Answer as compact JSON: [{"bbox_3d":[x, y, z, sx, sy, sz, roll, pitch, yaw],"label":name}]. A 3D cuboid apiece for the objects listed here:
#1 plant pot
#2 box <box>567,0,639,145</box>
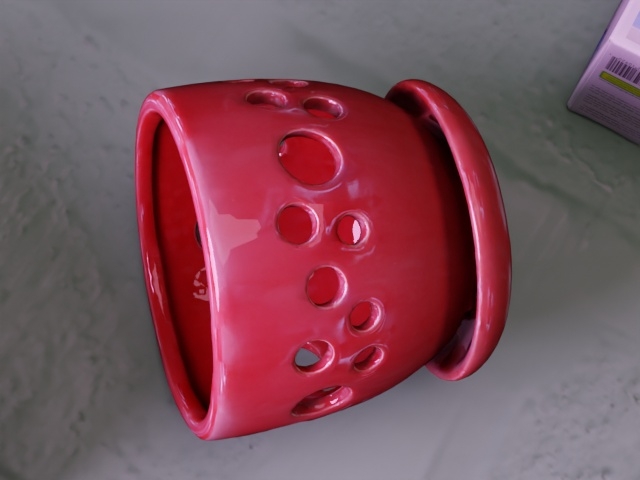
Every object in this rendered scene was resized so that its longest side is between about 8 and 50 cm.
[{"bbox_3d":[0.000,0.000,0.920,0.174,0.191,0.191,-11,74,-15],"label":"plant pot"},{"bbox_3d":[0.254,-0.156,1.046,0.114,0.103,0.203,28,71,3],"label":"box"}]
